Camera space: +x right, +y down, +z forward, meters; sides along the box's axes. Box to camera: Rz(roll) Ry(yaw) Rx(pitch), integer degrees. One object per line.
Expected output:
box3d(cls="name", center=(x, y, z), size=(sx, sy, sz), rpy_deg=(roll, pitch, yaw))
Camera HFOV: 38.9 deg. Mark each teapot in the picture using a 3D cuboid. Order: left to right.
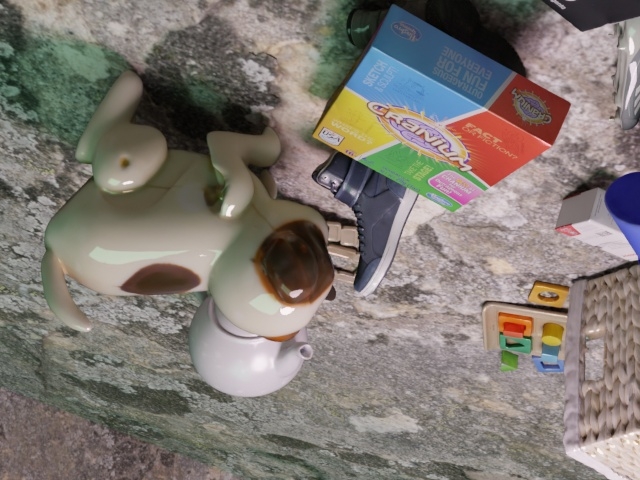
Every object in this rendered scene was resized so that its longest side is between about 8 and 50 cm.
box3d(cls="teapot", center=(-0.144, 0.162, 1.759), size=(0.256, 0.252, 0.187), rpy_deg=(1, 135, -1))

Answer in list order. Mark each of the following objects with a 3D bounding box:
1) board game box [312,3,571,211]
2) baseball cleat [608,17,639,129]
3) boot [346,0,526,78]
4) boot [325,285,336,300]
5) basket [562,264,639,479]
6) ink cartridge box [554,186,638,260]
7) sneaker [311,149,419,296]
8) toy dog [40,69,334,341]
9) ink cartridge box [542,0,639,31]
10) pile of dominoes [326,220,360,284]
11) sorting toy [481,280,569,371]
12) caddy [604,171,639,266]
box3d(cls="board game box", center=(0.138, -0.155, 1.173), size=(0.242, 0.064, 0.316), rpy_deg=(28, 163, -5))
box3d(cls="baseball cleat", center=(0.404, -0.206, 1.092), size=(0.110, 0.072, 0.206), rpy_deg=(-3, 149, 14))
box3d(cls="boot", center=(0.154, -0.228, 1.172), size=(0.161, 0.083, 0.246), rpy_deg=(0, 148, 44))
box3d(cls="boot", center=(-0.039, 0.086, 1.751), size=(0.106, 0.037, 0.114), rpy_deg=(33, 158, -31))
box3d(cls="basket", center=(0.603, 0.234, 1.473), size=(0.331, 0.328, 0.266), rpy_deg=(31, 142, -26))
box3d(cls="ink cartridge box", center=(0.439, -0.023, 1.360), size=(0.135, 0.056, 0.099), rpy_deg=(22, 167, -13))
box3d(cls="sneaker", center=(0.050, -0.039, 1.393), size=(0.164, 0.226, 0.086), rpy_deg=(19, -172, -8))
box3d(cls="toy dog", center=(-0.171, -0.010, 1.344), size=(0.408, 0.395, 0.284), rpy_deg=(22, 140, 2))
box3d(cls="ink cartridge box", center=(0.328, -0.301, 0.857), size=(0.176, 0.069, 0.371), rpy_deg=(30, 166, -24))
box3d(cls="pile of dominoes", center=(0.000, 0.000, 1.634), size=(0.251, 0.040, 0.196), rpy_deg=(15, 149, -18))
box3d(cls="sorting toy", center=(0.409, 0.187, 1.737), size=(0.196, 0.047, 0.347), rpy_deg=(4, 147, 15))
box3d(cls="caddy", center=(0.524, -0.036, 1.103), size=(0.179, 0.241, 0.341), rpy_deg=(47, 167, -26))
